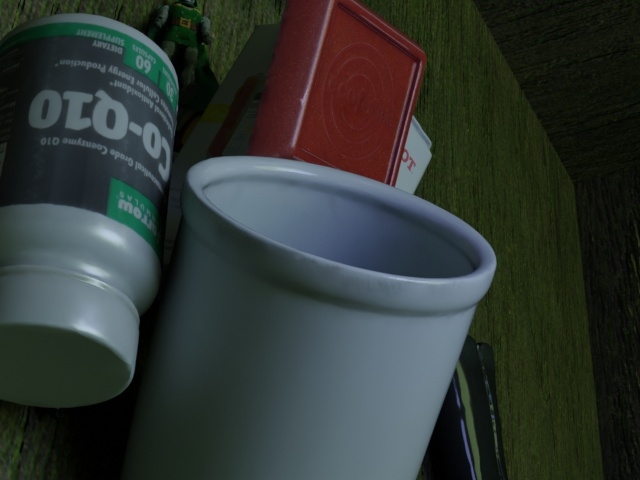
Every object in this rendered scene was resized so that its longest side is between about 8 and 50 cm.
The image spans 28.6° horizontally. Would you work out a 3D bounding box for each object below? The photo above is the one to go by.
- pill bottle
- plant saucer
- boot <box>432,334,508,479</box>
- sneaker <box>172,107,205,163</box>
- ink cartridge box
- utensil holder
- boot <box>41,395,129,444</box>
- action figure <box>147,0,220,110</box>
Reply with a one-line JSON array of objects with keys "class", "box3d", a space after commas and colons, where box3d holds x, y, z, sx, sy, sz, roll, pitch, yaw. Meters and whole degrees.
[{"class": "pill bottle", "box3d": [-0.254, -0.031, 1.251, 0.204, 0.204, 0.361, 47, 35, -48]}, {"class": "plant saucer", "box3d": [0.036, -0.170, 1.531, 0.258, 0.047, 0.259, 25, 75, -49]}, {"class": "boot", "box3d": [0.249, 0.372, 2.203, 0.367, 0.146, 0.445, 46, 39, -65]}, {"class": "sneaker", "box3d": [-0.168, -0.160, 1.681, 0.069, 0.084, 0.185, 42, 39, -52]}, {"class": "ink cartridge box", "box3d": [-0.044, -0.049, 1.616, 0.279, 0.160, 0.385, 51, 59, -42]}, {"class": "utensil holder", "box3d": [-0.030, 0.144, 1.323, 0.327, 0.327, 0.385, -31, 141, -66]}, {"class": "boot", "box3d": [-0.256, 0.167, 1.325, 0.121, 0.045, 0.099, 68, 20, 4]}, {"class": "action figure", "box3d": [-0.190, -0.266, 1.695, 0.137, 0.063, 0.232, 16, 40, -15]}]
